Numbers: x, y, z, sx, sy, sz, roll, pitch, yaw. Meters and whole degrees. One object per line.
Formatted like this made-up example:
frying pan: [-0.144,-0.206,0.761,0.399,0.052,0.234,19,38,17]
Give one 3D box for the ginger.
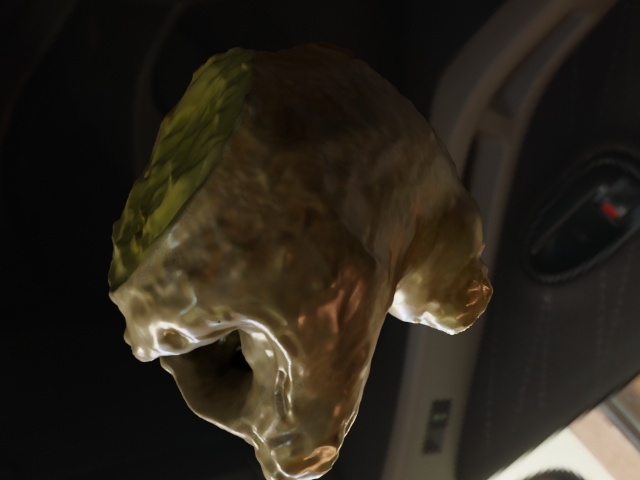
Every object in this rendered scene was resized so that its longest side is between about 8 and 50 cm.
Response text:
ginger: [0.000,0.000,0.659,0.130,0.275,0.221,-28,130,36]
